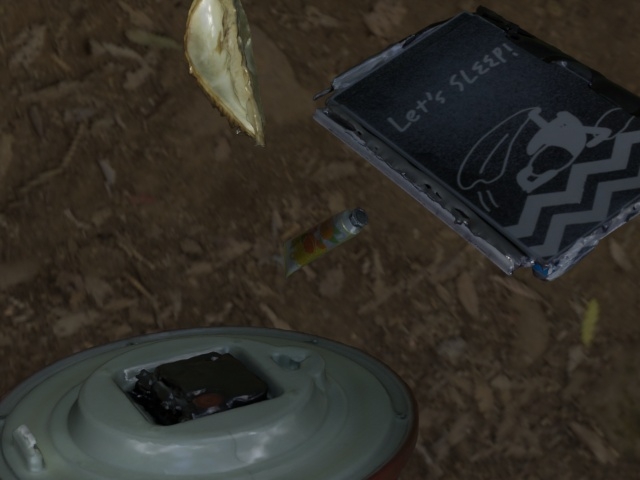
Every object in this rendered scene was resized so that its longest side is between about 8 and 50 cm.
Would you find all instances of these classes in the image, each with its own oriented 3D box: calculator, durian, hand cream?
[{"bbox_3d":[0.120,-0.078,0.908,0.165,0.274,0.028,-32,132,-13],"label":"calculator"},{"bbox_3d":[-0.055,-0.123,0.908,0.052,0.066,0.130,-7,80,-39],"label":"durian"},{"bbox_3d":[0.000,0.000,1.076,0.022,0.035,0.102,16,149,-37],"label":"hand cream"}]

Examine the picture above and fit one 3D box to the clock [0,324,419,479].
[{"bbox_3d":[-0.087,0.130,0.958,0.318,0.318,0.080,-9,110,-14],"label":"clock"}]
